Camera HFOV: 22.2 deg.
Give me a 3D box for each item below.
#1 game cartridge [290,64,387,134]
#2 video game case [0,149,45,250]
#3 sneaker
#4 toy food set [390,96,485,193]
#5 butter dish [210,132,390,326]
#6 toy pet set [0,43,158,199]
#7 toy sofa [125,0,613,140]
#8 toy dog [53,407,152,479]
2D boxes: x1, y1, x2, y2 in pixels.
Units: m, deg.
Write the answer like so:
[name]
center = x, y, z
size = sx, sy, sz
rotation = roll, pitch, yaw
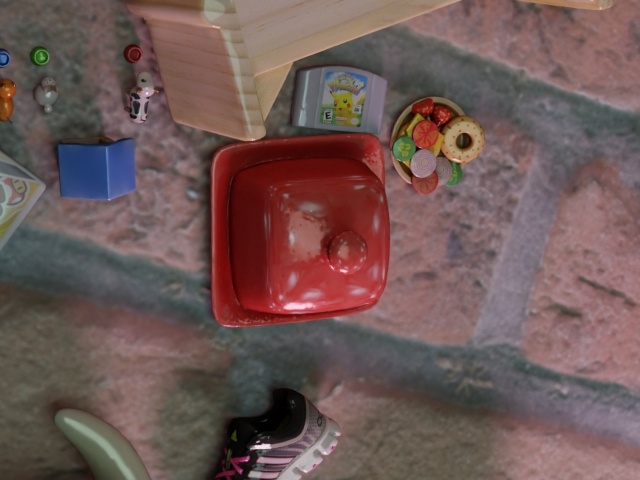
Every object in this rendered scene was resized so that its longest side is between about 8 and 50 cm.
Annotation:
[game cartridge]
center = 0.017, -0.120, 1.379
size = 0.083, 0.017, 0.056
rotation = 3, 96, -26
[video game case]
center = -0.352, -0.008, 1.224
size = 0.206, 0.026, 0.227
rotation = 37, 84, -27
[sneaker]
center = -0.063, 0.189, 1.384
size = 0.170, 0.063, 0.075
rotation = -41, 115, -17
[toy food set]
center = 0.098, -0.083, 1.422
size = 0.083, 0.020, 0.082
rotation = 38, 84, -27
[butter dish]
center = 0.000, 0.000, 1.339
size = 0.160, 0.118, 0.159
rotation = -6, 104, -24
[toy pet set]
center = -0.184, -0.091, 1.262
size = 0.122, 0.065, 0.114
rotation = -6, 104, -23
[toy sofa]
center = 0.039, -0.221, 1.281
size = 0.363, 0.150, 0.177
rotation = -23, 110, -23
[toy dog]
center = -0.271, 0.294, 1.160
size = 0.408, 0.285, 0.395
rotation = 23, 76, -41
